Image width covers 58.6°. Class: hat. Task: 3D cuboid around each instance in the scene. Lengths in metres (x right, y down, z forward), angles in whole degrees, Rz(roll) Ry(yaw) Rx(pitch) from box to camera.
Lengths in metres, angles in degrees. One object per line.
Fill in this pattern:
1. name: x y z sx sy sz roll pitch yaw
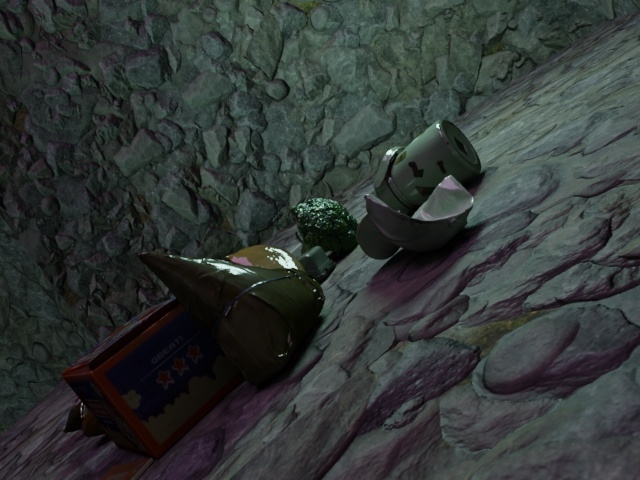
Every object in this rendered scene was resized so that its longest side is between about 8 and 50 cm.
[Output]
1. hat: 0.219 -0.019 1.396 0.257 0.168 0.301 -14 -26 -25

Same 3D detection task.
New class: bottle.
1. bottle: 0.312 -0.210 1.824 0.351 0.229 0.229 -38 5 33

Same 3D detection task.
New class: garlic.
1. garlic: -0.135 0.132 1.685 0.196 0.151 0.338 -2 28 -36

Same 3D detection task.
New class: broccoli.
1. broccoli: 0.010 -0.031 1.980 0.242 0.261 0.269 -54 39 26

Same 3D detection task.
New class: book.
1. book: -0.439 0.517 1.214 0.172 0.012 0.118 -27 11 39

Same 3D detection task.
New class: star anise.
1. star anise: -0.723 0.527 1.917 0.315 0.108 0.315 -36 8 6

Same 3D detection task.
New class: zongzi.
1. zongzi: -0.183 0.104 1.342 0.174 0.393 0.356 -51 -4 26

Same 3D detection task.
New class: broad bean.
1. broad bean: -0.584 0.472 1.646 0.228 0.122 0.156 -33 10 -15

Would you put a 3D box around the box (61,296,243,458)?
1. box: -0.404 0.314 1.403 0.318 0.257 0.348 -38 9 -33

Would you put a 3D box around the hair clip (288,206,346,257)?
1. hair clip: -0.003 0.001 2.192 0.330 0.101 0.085 -40 14 -24

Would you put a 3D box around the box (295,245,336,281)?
1. box: -0.050 0.092 1.829 0.172 0.093 0.124 -29 6 30
